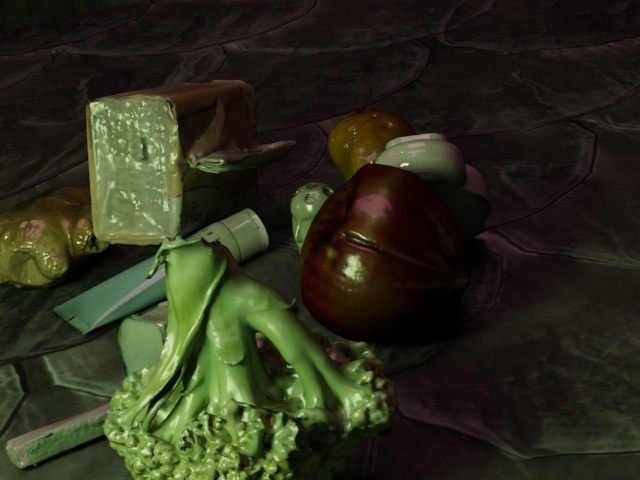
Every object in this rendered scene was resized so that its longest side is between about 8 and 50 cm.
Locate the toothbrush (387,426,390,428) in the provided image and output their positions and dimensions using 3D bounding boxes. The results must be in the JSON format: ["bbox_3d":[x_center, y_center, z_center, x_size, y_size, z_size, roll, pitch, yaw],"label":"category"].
[{"bbox_3d":[0.006,0.190,1.677,0.194,0.014,0.017,15,33,44],"label":"toothbrush"}]

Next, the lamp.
[{"bbox_3d":[0.141,-0.049,1.972,0.179,0.246,0.108,-10,61,3],"label":"lamp"}]

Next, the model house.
[{"bbox_3d":[-0.185,0.122,1.797,0.088,0.101,0.100,7,26,38],"label":"model house"}]

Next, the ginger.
[{"bbox_3d":[-0.385,-0.020,2.171,0.219,0.123,0.270,6,32,41],"label":"ginger"}]

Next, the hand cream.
[{"bbox_3d":[-0.218,0.051,2.053,0.312,0.070,0.111,-28,30,-22],"label":"hand cream"}]

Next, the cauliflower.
[{"bbox_3d":[-0.076,0.141,1.505,0.327,0.281,0.260,1,-3,15],"label":"cauliflower"}]

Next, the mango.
[{"bbox_3d":[0.082,-0.121,2.209,0.156,0.151,0.249,26,20,-5],"label":"mango"}]

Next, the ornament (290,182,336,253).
[{"bbox_3d":[0.000,0.000,1.946,0.081,0.156,0.075,-24,26,-33],"label":"ornament"}]

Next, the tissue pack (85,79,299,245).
[{"bbox_3d":[-0.178,-0.121,2.151,0.238,0.238,0.305,0,9,20],"label":"tissue pack"}]

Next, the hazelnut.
[{"bbox_3d":[0.084,0.028,1.813,0.229,0.229,0.229,-8,23,3],"label":"hazelnut"}]

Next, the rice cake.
[{"bbox_3d":[-0.265,0.213,1.697,0.206,0.036,0.047,-21,21,-24],"label":"rice cake"}]
